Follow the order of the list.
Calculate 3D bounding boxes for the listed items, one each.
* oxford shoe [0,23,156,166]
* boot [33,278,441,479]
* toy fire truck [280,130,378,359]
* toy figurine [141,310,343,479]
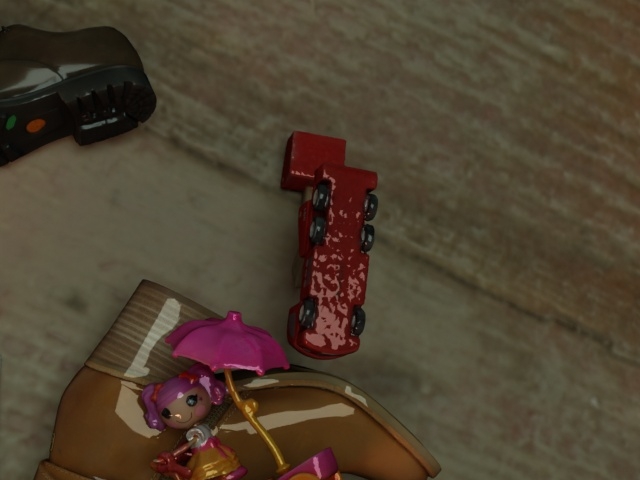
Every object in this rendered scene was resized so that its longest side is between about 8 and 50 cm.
[{"bbox_3d":[-0.249,-0.114,0.977,0.227,0.083,0.096,-14,63,-17],"label":"oxford shoe"},{"bbox_3d":[-0.067,0.185,0.941,0.283,0.109,0.220,29,80,-18],"label":"boot"},{"bbox_3d":[0.000,0.000,0.978,0.047,0.135,0.192,10,77,-14],"label":"toy fire truck"},{"bbox_3d":[-0.065,0.132,0.860,0.173,0.130,0.159,-27,82,13],"label":"toy figurine"}]
